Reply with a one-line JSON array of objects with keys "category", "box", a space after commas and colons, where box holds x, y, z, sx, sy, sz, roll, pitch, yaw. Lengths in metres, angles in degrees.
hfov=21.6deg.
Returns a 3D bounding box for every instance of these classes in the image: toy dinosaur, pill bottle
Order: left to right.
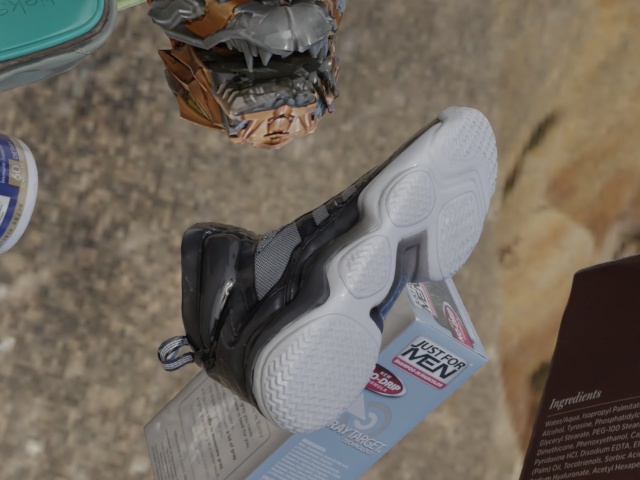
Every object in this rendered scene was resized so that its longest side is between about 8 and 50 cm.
[{"category": "pill bottle", "box": [-0.298, -0.048, 1.216, 0.169, 0.094, 0.094, 14, 89, -43]}, {"category": "toy dinosaur", "box": [-0.054, -0.194, 0.575, 0.164, 0.322, 0.218, -27, 158, -24]}]

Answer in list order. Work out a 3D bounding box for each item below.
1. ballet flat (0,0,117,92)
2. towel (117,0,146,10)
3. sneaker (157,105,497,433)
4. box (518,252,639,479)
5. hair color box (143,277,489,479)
[{"category": "ballet flat", "box": [-0.191, -0.076, 0.729, 0.213, 0.068, 0.072, -18, 85, -25]}, {"category": "towel", "box": [-0.174, -0.257, 1.201, 0.374, 0.320, 0.090, -107, 179, -59]}, {"category": "sneaker", "box": [0.000, 0.000, 1.124, 0.268, 0.153, 0.101, -52, 137, -27]}, {"category": "box", "box": [0.237, 0.126, 0.983, 0.168, 0.167, 0.203, 32, 61, -25]}, {"category": "hair color box", "box": [-0.015, 0.162, 1.750, 0.113, 0.374, 0.185, 30, 25, -34]}]
